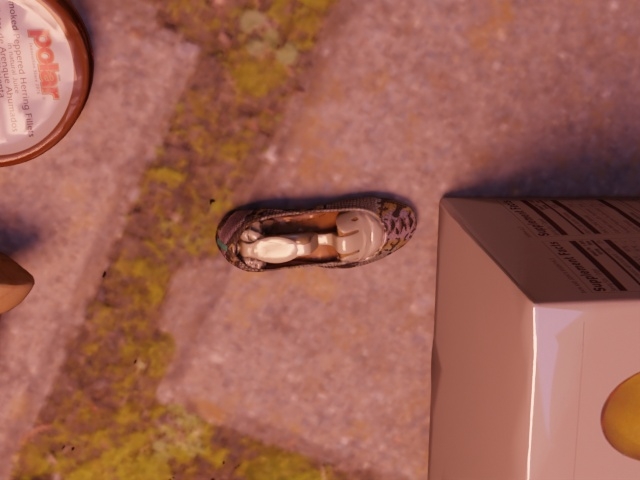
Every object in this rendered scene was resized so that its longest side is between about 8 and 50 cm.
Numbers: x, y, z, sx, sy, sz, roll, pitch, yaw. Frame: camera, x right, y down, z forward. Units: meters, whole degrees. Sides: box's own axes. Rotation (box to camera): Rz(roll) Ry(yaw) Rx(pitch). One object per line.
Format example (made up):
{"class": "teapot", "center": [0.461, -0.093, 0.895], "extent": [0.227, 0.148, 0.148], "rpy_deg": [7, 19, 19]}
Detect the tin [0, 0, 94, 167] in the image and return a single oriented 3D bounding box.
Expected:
{"class": "tin", "center": [-0.213, -0.085, 0.710], "extent": [0.189, 0.040, 0.106], "rpy_deg": [-7, 110, -6]}

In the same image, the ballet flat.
{"class": "ballet flat", "center": [0.000, 0.000, 0.759], "extent": [0.114, 0.041, 0.041], "rpy_deg": [-5, 106, -7]}

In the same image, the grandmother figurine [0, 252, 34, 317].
{"class": "grandmother figurine", "center": [-0.261, 0.167, 0.739], "extent": [0.207, 0.104, 0.342], "rpy_deg": [13, 100, -2]}

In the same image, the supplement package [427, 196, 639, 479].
{"class": "supplement package", "center": [0.206, 0.092, 0.730], "extent": [0.262, 0.198, 0.199], "rpy_deg": [-1, 106, -8]}
